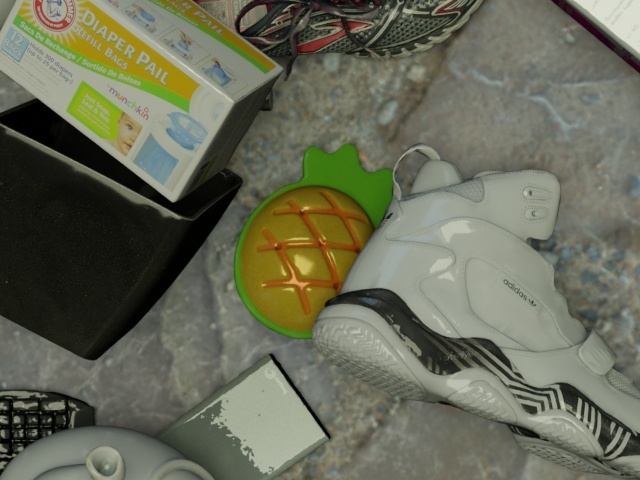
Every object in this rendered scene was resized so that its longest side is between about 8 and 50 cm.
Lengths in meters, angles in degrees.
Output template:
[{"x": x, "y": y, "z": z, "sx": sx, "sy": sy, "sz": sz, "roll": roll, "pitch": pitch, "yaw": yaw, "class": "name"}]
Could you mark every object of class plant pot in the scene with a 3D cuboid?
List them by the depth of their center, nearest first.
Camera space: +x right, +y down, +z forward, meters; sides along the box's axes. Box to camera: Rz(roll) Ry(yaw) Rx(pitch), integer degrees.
[{"x": -0.201, "y": -0.007, "z": 1.614, "sx": 0.188, "sy": 0.187, "sz": 0.167, "roll": 26, "pitch": 107, "yaw": 5, "class": "plant pot"}]

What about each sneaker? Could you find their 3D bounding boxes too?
[{"x": 0.189, "y": 0.064, "z": 1.582, "sx": 0.366, "sy": 0.137, "sz": 0.210, "roll": 23, "pitch": 78, "yaw": -12, "class": "sneaker"}, {"x": 0.003, "y": -0.206, "z": 1.615, "sx": 0.299, "sy": 0.112, "sz": 0.121, "roll": -14, "pitch": 90, "yaw": 5, "class": "sneaker"}]

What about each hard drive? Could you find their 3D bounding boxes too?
[{"x": -0.072, "y": 0.178, "z": 1.674, "sx": 0.135, "sy": 0.022, "sz": 0.094, "roll": -36, "pitch": 87, "yaw": 5, "class": "hard drive"}]

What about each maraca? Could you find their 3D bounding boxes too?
[{"x": 0.000, "y": 0.000, "z": 1.630, "sx": 0.127, "sy": 0.099, "sz": 0.185, "roll": 34, "pitch": 69, "yaw": -6, "class": "maraca"}]

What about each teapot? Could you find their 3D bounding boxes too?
[{"x": -0.147, "y": 0.269, "z": 1.566, "sx": 0.187, "sy": 0.256, "sz": 0.252, "roll": -12, "pitch": 96, "yaw": 25, "class": "teapot"}]

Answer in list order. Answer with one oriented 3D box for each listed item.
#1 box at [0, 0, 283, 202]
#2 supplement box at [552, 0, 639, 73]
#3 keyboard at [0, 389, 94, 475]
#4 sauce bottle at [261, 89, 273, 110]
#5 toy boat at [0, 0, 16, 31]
[{"x": -0.153, "y": -0.146, "z": 1.536, "sx": 0.203, "sy": 0.103, "sz": 0.114, "roll": 37, "pitch": 120, "yaw": 6, "class": "box"}, {"x": 0.284, "y": -0.209, "z": 1.585, "sx": 0.220, "sy": 0.111, "sz": 0.114, "roll": 39, "pitch": 95, "yaw": 4, "class": "supplement box"}, {"x": -0.304, "y": 0.294, "z": 1.698, "sx": 0.201, "sy": 0.033, "sz": 0.317, "roll": 0, "pitch": 90, "yaw": 6, "class": "keyboard"}, {"x": -0.107, "y": -0.126, "z": 1.663, "sx": 0.128, "sy": 0.042, "sz": 0.042, "roll": -1, "pitch": 91, "yaw": 4, "class": "sauce bottle"}, {"x": -0.364, "y": -0.117, "z": 1.636, "sx": 0.267, "sy": 0.148, "sz": 0.318, "roll": 43, "pitch": 95, "yaw": 4, "class": "toy boat"}]
